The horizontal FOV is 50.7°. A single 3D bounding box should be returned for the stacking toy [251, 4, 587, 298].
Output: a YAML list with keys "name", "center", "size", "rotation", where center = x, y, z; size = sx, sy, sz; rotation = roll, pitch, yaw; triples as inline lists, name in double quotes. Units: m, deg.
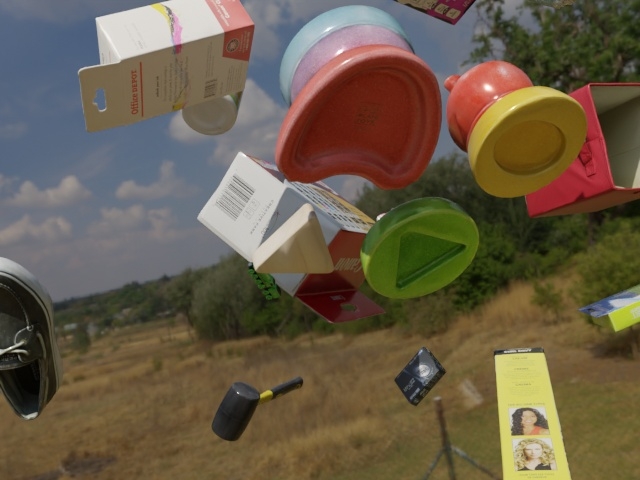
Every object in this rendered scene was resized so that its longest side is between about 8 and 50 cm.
- name: "stacking toy"
  center: [0.074, -0.087, 0.699]
  size: [0.309, 0.130, 0.279]
  rotation: [10, -52, -29]

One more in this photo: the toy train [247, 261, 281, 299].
- name: "toy train"
  center: [-0.075, 0.054, 0.920]
  size: [0.024, 0.017, 0.083]
  rotation: [-14, -39, 11]

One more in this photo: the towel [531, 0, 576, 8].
- name: "towel"
  center: [0.429, -0.700, 1.448]
  size: [0.374, 0.090, 0.320]
  rotation: [22, -43, 6]

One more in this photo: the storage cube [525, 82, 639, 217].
- name: "storage cube"
  center: [0.482, -0.152, 1.188]
  size: [0.215, 0.183, 0.193]
  rotation: [-6, -9, -29]

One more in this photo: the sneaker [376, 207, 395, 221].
- name: "sneaker"
  center: [0.125, -0.008, 0.986]
  size: [0.063, 0.074, 0.170]
  rotation: [-2, -5, -13]

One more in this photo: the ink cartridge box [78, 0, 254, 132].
- name: "ink cartridge box"
  center: [-0.181, -0.202, 0.762]
  size: [0.198, 0.067, 0.115]
  rotation: [-23, -20, -24]

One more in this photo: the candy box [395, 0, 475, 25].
- name: "candy box"
  center: [0.118, -0.370, 0.811]
  size: [0.233, 0.071, 0.159]
  rotation: [9, -37, -32]

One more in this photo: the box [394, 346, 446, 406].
- name: "box"
  center: [0.174, 0.238, 1.186]
  size: [0.018, 0.083, 0.067]
  rotation: [33, 12, -32]

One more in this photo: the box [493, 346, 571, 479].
- name: "box"
  center: [0.206, 0.198, 0.663]
  size: [0.058, 0.087, 0.232]
  rotation: [-6, 20, 14]

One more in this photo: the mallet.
- name: "mallet"
  center: [-0.063, 0.185, 0.829]
  size: [0.039, 0.062, 0.190]
  rotation: [31, 19, 20]

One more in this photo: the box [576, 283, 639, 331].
- name: "box"
  center: [0.568, 0.114, 1.217]
  size: [0.178, 0.042, 0.109]
  rotation: [-23, 0, 3]

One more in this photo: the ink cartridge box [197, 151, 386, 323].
- name: "ink cartridge box"
  center: [0.000, 0.000, 1.116]
  size: [0.130, 0.272, 0.309]
  rotation: [-55, -18, 11]

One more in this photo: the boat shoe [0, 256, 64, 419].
- name: "boat shoe"
  center: [-0.536, 0.185, 1.208]
  size: [0.121, 0.335, 0.119]
  rotation: [-7, 36, -2]

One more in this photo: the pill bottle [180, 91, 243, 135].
- name: "pill bottle"
  center: [-0.259, -0.386, 1.684]
  size: [0.136, 0.245, 0.136]
  rotation: [2, -45, 2]
